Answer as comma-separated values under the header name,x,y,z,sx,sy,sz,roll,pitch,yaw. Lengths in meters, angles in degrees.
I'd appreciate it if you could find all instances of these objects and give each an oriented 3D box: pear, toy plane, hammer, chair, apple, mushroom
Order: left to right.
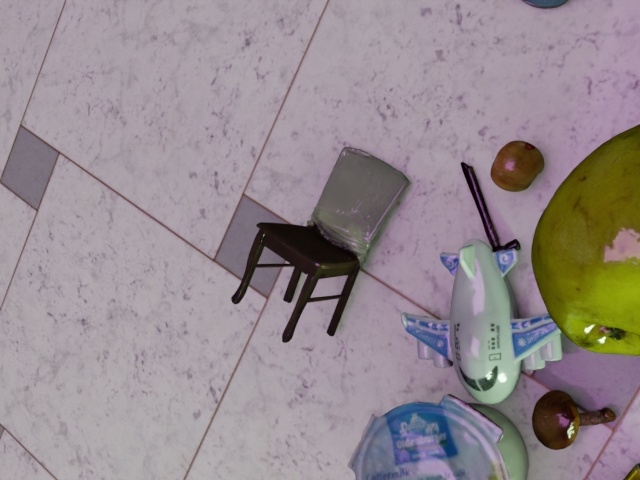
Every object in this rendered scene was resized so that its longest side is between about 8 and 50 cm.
name,x,y,z,sx,sy,sz,roll,pitch,yaw
chair,0.000,0.000,1.477,0.160,0.186,0.319,33,108,32
toy plane,0.256,0.129,1.354,0.266,0.122,0.267,6,102,30
hammer,0.272,-0.051,1.409,0.065,0.021,0.178,-25,74,28
apple,0.311,-0.116,1.349,0.071,0.084,0.084,34,106,17
mushroom,0.381,0.269,1.309,0.129,0.073,0.088,-20,50,27
pear,0.450,-0.020,1.161,0.287,0.287,0.375,26,79,28

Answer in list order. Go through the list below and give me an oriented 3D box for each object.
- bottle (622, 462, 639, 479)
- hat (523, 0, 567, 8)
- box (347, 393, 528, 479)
name,x,y,z,sx,sy,sz,roll,pitch,yaw
bottle,0.419,0.464,1.277,0.082,0.082,0.286,40,108,25
hat,0.357,-0.463,1.326,0.138,0.078,0.191,13,96,28
box,0.221,0.377,1.325,0.262,0.206,0.291,-24,78,30
